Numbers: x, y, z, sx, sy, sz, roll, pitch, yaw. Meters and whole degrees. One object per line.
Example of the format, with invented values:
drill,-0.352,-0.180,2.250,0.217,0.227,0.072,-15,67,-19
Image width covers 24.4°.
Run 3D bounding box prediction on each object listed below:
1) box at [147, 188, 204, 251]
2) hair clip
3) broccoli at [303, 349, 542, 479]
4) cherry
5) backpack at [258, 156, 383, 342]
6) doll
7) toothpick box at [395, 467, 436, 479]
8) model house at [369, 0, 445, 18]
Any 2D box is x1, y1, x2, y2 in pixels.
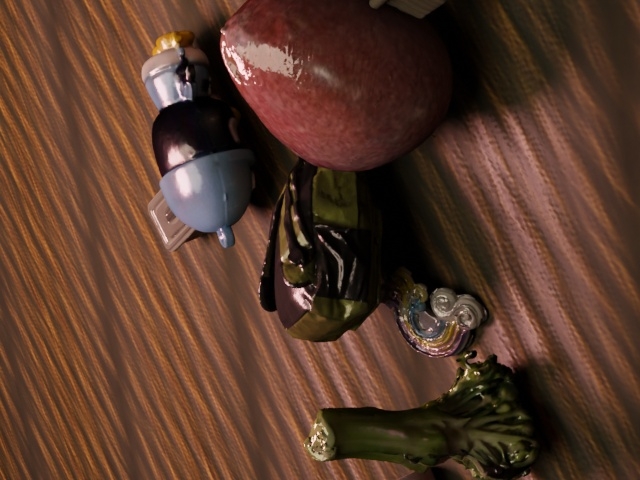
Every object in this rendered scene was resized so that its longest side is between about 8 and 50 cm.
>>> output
box,-0.203,-0.047,2.254,0.122,0.062,0.089,-41,71,49
hair clip,0.137,0.093,1.904,0.172,0.049,0.116,30,140,32
broccoli,0.118,0.227,1.769,0.145,0.304,0.165,-38,57,51
cherry,0.017,-0.202,1.757,0.261,0.307,0.221,0,68,61
backpack,0.000,0.000,1.908,0.207,0.140,0.253,131,141,-69
doll,-0.172,-0.140,2.119,0.177,0.141,0.314,144,112,-73
toothpick box,0.133,0.387,1.972,0.098,0.098,0.149,-38,72,51
model house,0.095,-0.361,1.681,0.229,0.188,0.122,59,156,18
